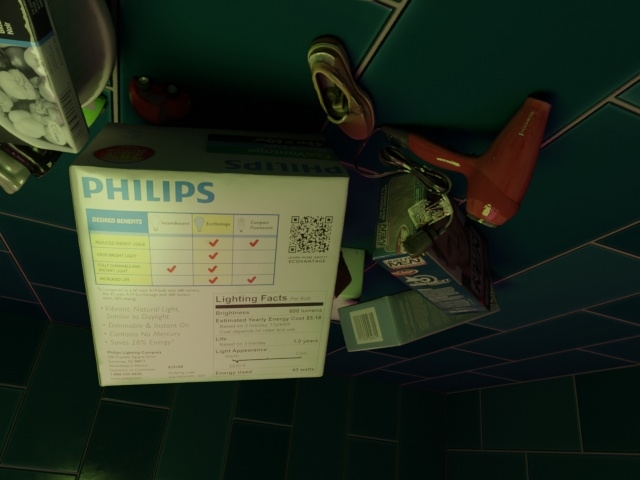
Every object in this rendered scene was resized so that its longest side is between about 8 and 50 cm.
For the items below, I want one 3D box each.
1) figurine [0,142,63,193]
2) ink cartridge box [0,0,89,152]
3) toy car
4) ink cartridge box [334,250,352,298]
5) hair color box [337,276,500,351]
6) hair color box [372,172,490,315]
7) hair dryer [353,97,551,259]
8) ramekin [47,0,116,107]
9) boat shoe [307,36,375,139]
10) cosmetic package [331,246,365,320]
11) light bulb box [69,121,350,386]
[{"bbox_3d":[-0.612,-0.194,0.863,0.215,0.092,0.209,-13,141,37],"label":"figurine"},{"bbox_3d":[-0.367,-0.194,0.480,0.208,0.045,0.206,9,138,1],"label":"ink cartridge box"},{"bbox_3d":[-0.354,-0.225,0.748,0.225,0.053,0.239,-16,146,39],"label":"toy car"},{"bbox_3d":[-0.068,0.015,0.997,0.193,0.088,0.234,-13,108,33],"label":"ink cartridge box"},{"bbox_3d":[0.250,0.171,1.178,0.375,0.113,0.185,-7,169,-37],"label":"hair color box"},{"bbox_3d":[0.240,0.019,0.969,0.105,0.173,0.347,-12,149,35],"label":"hair color box"},{"bbox_3d":[0.207,-0.116,0.716,0.294,0.223,0.080,-27,-178,20],"label":"hair dryer"},{"bbox_3d":[-0.399,-0.242,0.560,0.273,0.127,0.272,5,138,4],"label":"ramekin"},{"bbox_3d":[0.028,-0.196,0.688,0.068,0.072,0.190,-6,152,26],"label":"boat shoe"},{"bbox_3d":[-0.007,0.116,1.283,0.224,0.138,0.224,7,156,1],"label":"cosmetic package"},{"bbox_3d":[-0.163,0.020,0.764,0.358,0.225,0.360,1,118,-12],"label":"light bulb box"}]
